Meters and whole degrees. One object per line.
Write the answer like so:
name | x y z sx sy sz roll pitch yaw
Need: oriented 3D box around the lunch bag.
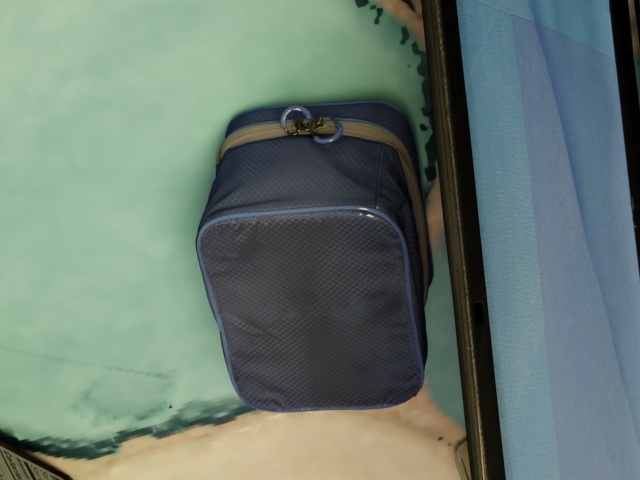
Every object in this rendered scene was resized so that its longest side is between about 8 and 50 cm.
lunch bag | 0.000 0.000 0.516 0.067 0.065 0.098 -2 129 9

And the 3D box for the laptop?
laptop | 0.150 0.011 0.438 0.264 0.136 0.234 -5 86 -9

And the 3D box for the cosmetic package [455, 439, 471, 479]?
cosmetic package | 0.203 0.167 0.653 0.160 0.113 0.309 -33 125 12

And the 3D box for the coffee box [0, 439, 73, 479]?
coffee box | -0.201 0.111 0.466 0.168 0.119 0.297 -42 139 6
